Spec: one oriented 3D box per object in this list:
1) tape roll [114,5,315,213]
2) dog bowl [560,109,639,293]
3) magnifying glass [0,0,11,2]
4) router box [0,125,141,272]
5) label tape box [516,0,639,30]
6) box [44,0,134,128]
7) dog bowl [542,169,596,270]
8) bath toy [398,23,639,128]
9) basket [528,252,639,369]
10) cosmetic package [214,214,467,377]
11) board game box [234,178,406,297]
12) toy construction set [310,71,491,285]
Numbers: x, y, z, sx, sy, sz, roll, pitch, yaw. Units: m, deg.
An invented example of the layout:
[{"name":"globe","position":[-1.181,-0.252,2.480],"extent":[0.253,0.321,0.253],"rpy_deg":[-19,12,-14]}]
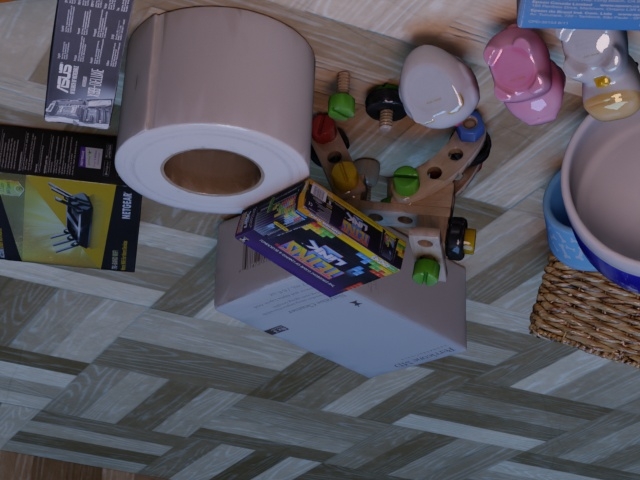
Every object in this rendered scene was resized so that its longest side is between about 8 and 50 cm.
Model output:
[{"name":"tape roll","position":[-0.130,-0.158,1.980],"extent":[0.246,0.169,0.246],"rpy_deg":[2,156,1]},{"name":"dog bowl","position":[0.443,-0.064,2.003],"extent":[0.265,0.265,0.104],"rpy_deg":[-3,156,14]},{"name":"magnifying glass","position":[-0.435,-0.294,1.898],"extent":[0.231,0.026,0.092],"rpy_deg":[-3,154,18]},{"name":"router box","position":[-0.386,-0.057,2.328],"extent":[0.243,0.081,0.309],"rpy_deg":[6,155,-6]},{"name":"label tape box","position":[0.336,-0.349,1.590],"extent":[0.249,0.115,0.348],"rpy_deg":[2,152,2]},{"name":"box","position":[-0.227,-0.292,1.617],"extent":[0.076,0.242,0.307],"rpy_deg":[8,155,-10]},{"name":"dog bowl","position":[0.443,-0.055,2.161],"extent":[0.297,0.166,0.074],"rpy_deg":[-8,141,24]},{"name":"bath toy","position":[0.268,-0.205,1.900],"extent":[0.348,0.151,0.129],"rpy_deg":[-10,-165,23]},{"name":"basket","position":[0.492,0.070,2.383],"extent":[0.299,0.223,0.213],"rpy_deg":[17,-170,16]},{"name":"cosmetic package","position":[0.038,0.075,2.478],"extent":[0.217,0.156,0.385],"rpy_deg":[-21,145,38]},{"name":"board game box","position":[0.000,0.000,2.011],"extent":[0.170,0.048,0.141],"rpy_deg":[33,143,-28]},{"name":"toy construction set","position":[0.088,-0.036,2.137],"extent":[0.257,0.237,0.309],"rpy_deg":[10,154,-15]}]
